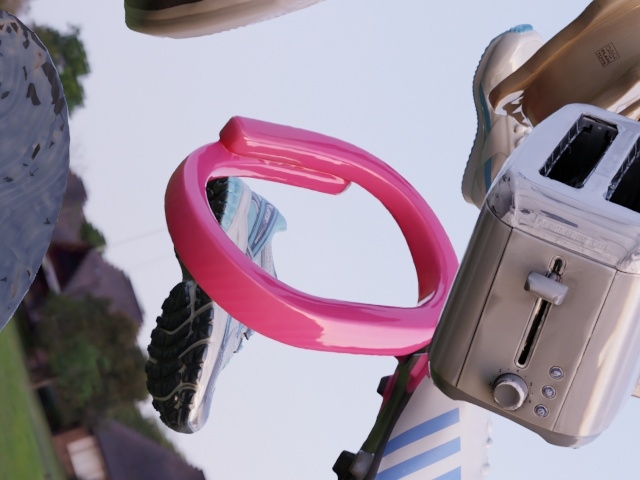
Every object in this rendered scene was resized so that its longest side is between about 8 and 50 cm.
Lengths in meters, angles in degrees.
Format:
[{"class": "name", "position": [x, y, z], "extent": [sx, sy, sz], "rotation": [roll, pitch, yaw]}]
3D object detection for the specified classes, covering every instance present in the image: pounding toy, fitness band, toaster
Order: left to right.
[{"class": "fitness band", "position": [0.000, 0.000, 1.059], "extent": [0.054, 0.290, 0.209], "rotation": [-44, -126, 35]}, {"class": "toaster", "position": [0.163, 0.011, 0.796], "extent": [0.129, 0.227, 0.146], "rotation": [25, -57, 16]}, {"class": "pounding toy", "position": [0.248, -0.173, 1.018], "extent": [0.269, 0.154, 0.155], "rotation": [-41, -115, 41]}]

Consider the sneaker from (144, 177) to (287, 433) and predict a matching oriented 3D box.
[{"class": "sneaker", "position": [-0.094, 0.071, 1.330], "extent": [0.110, 0.122, 0.283], "rotation": [-13, -121, 49]}]

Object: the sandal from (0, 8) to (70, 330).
[{"class": "sandal", "position": [-0.252, 0.036, 0.425], "extent": [0.107, 0.445, 0.168], "rotation": [-13, -73, 53]}]

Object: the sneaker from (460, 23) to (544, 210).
[{"class": "sneaker", "position": [0.216, -0.122, 1.363], "extent": [0.092, 0.087, 0.229], "rotation": [40, -41, 45]}]

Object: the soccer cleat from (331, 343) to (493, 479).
[{"class": "soccer cleat", "position": [0.122, 0.182, 1.256], "extent": [0.143, 0.331, 0.116], "rotation": [33, -11, -10]}]

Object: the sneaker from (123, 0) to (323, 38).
[{"class": "sneaker", "position": [-0.066, -0.202, 0.554], "extent": [0.321, 0.124, 0.180], "rotation": [40, -30, 59]}]

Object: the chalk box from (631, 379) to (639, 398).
[{"class": "chalk box", "position": [0.425, 0.114, 1.477], "extent": [0.132, 0.213, 0.132], "rotation": [-66, -158, 19]}]
